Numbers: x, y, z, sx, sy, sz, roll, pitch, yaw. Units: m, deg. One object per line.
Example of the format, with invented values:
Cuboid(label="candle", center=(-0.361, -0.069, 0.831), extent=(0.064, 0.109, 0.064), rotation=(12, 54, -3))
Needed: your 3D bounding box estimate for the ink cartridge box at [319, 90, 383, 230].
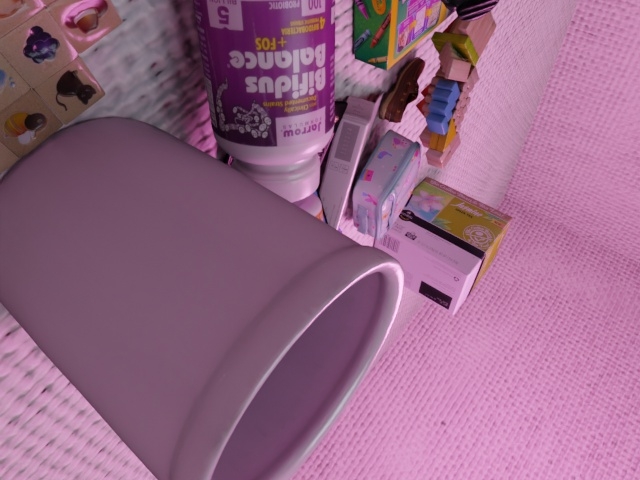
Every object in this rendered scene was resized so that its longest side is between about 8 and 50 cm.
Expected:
Cuboid(label="ink cartridge box", center=(0.056, -0.171, 1.087), extent=(0.261, 0.066, 0.296), rotation=(-68, 175, -58))

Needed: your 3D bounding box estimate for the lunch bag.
Cuboid(label="lunch bag", center=(0.166, -0.127, 1.250), extent=(0.224, 0.107, 0.279), rotation=(-60, 165, -15))

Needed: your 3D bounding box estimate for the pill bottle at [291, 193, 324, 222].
Cuboid(label="pill bottle", center=(-0.046, 0.037, 0.789), extent=(0.121, 0.121, 0.216), rotation=(-35, 128, -42))

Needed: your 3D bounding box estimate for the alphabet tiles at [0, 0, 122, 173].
Cuboid(label="alphabet tiles", center=(-0.316, -0.180, 0.371), extent=(0.285, 0.011, 0.342), rotation=(-46, 159, -15))

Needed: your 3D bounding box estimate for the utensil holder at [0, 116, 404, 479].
Cuboid(label="utensil holder", center=(-0.151, 0.070, 0.580), extent=(0.327, 0.385, 0.328), rotation=(-44, 152, -31))

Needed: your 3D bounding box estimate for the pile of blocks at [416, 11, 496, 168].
Cuboid(label="pile of blocks", center=(0.268, -0.351, 1.088), extent=(0.149, 0.112, 0.362), rotation=(-9, 117, -48))

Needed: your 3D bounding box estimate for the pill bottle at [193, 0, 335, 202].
Cuboid(label="pill bottle", center=(-0.064, -0.206, 0.634), extent=(0.169, 0.169, 0.302), rotation=(-37, 139, -39))

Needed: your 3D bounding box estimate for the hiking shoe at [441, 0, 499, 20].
Cuboid(label="hiking shoe", center=(0.176, -0.495, 0.787), extent=(0.304, 0.113, 0.132), rotation=(39, 43, -28))

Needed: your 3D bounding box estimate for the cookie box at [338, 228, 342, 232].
Cuboid(label="cookie box", center=(0.000, 0.000, 1.209), extent=(0.107, 0.040, 0.092), rotation=(-56, 156, -5))

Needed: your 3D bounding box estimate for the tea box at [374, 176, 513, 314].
Cuboid(label="tea box", center=(0.401, 0.008, 1.637), extent=(0.323, 0.329, 0.220), rotation=(-43, 151, -34))

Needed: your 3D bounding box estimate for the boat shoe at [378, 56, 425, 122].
Cuboid(label="boat shoe", center=(0.205, -0.352, 1.153), extent=(0.178, 0.060, 0.064), rotation=(-58, 163, -10))

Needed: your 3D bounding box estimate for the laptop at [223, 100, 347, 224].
Cuboid(label="laptop", center=(-0.043, -0.095, 0.846), extent=(0.234, 0.136, 0.264), rotation=(-13, 139, -44))

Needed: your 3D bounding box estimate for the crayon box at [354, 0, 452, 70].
Cuboid(label="crayon box", center=(0.176, -0.475, 0.933), extent=(0.278, 0.081, 0.165), rotation=(-46, 153, -26))
